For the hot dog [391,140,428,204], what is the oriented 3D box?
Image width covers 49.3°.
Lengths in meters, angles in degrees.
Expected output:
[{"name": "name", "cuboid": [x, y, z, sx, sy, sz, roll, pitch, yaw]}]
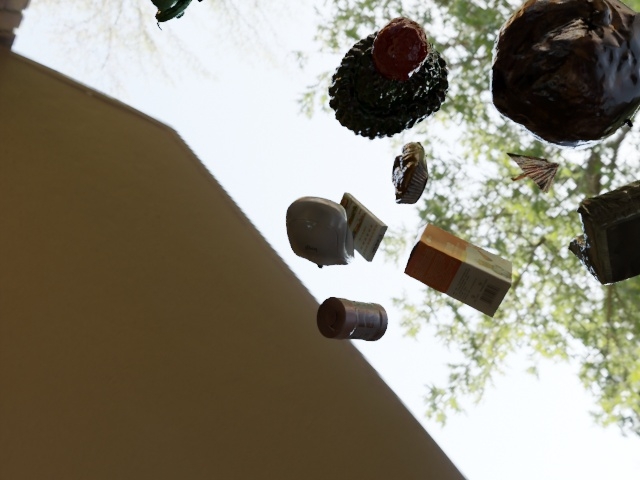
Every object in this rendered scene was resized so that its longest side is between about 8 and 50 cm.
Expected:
[{"name": "hot dog", "cuboid": [0.210, -0.159, 1.651, 0.069, 0.131, 0.252, 20, -156, -4]}]

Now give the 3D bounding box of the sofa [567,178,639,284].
[{"name": "sofa", "cuboid": [0.649, -0.045, 1.505, 0.176, 0.210, 0.225, -102, -13, -55]}]

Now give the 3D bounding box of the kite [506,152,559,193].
[{"name": "kite", "cuboid": [0.692, -0.230, 2.269, 0.183, 0.014, 0.241, -21, -133, -15]}]

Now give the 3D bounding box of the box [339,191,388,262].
[{"name": "box", "cuboid": [0.110, -0.043, 2.041, 0.032, 0.122, 0.220, 8, -156, -34]}]

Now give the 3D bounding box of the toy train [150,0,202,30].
[{"name": "toy train", "cuboid": [-0.232, -0.468, 1.157, 0.132, 0.188, 0.243, 52, -170, -35]}]

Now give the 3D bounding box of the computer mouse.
[{"name": "computer mouse", "cuboid": [0.000, 0.000, 1.869, 0.184, 0.297, 0.121, 9, -123, 9]}]

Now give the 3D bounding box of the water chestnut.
[{"name": "water chestnut", "cuboid": [0.494, -0.336, 1.449, 0.335, 0.347, 0.335, 7, -111, -18]}]

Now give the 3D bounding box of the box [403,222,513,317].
[{"name": "box", "cuboid": [0.469, 0.093, 2.372, 0.341, 0.143, 0.225, 27, -158, 7]}]

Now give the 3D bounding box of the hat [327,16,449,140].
[{"name": "hat", "cuboid": [0.168, -0.361, 1.507, 0.242, 0.274, 0.332, 43, 168, -2]}]

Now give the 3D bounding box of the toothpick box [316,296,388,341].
[{"name": "toothpick box", "cuboid": [0.077, 0.188, 1.650, 0.149, 0.098, 0.098, 12, -141, -42]}]
